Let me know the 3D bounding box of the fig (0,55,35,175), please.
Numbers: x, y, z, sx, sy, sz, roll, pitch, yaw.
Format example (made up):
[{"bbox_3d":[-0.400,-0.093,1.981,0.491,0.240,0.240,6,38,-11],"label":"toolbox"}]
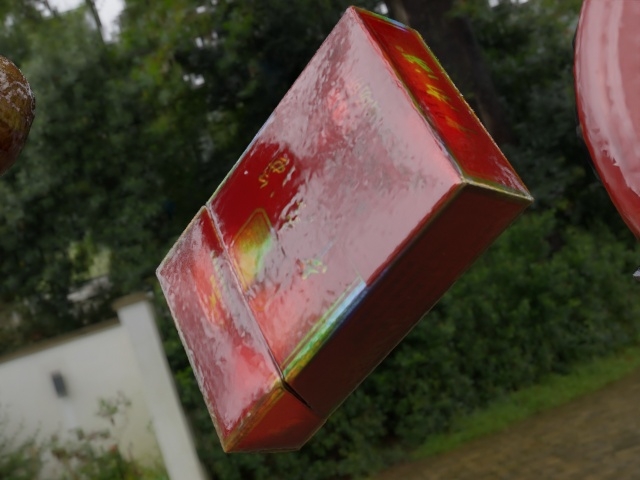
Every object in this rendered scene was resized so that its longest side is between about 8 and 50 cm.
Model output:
[{"bbox_3d":[-0.343,-0.136,0.952,0.146,0.133,0.201,-15,-43,18],"label":"fig"}]

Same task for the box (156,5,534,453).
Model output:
[{"bbox_3d":[0.001,0.000,0.892,0.089,0.197,0.313,9,-49,-41],"label":"box"}]

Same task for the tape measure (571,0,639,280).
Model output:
[{"bbox_3d":[0.230,-0.062,0.449,0.260,0.253,0.114,7,-7,25],"label":"tape measure"}]
